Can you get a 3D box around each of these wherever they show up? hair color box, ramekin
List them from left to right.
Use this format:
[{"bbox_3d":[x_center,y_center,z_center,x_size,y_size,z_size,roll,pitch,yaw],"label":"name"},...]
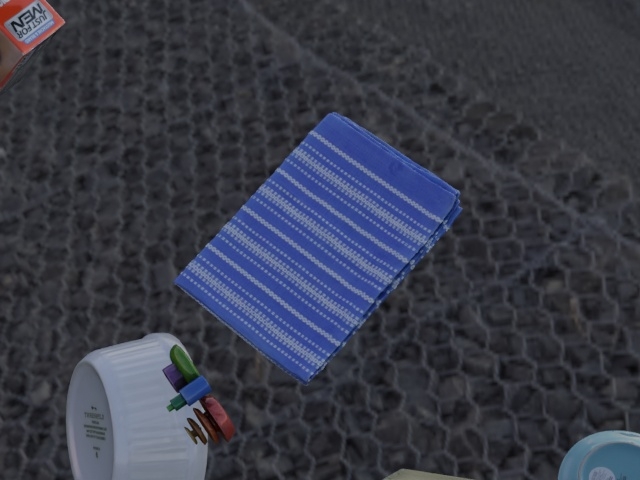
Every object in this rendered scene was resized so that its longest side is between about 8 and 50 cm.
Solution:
[{"bbox_3d":[-0.277,-0.187,0.895,0.093,0.167,0.053,-34,13,48],"label":"hair color box"},{"bbox_3d":[-0.272,0.272,1.753,0.127,0.273,0.273,-2,32,-29],"label":"ramekin"}]

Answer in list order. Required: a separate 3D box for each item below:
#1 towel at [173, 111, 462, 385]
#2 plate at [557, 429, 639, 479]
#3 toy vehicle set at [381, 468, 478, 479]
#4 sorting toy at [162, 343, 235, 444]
[{"bbox_3d":[0.000,0.000,1.636,0.243,0.040,0.336,36,75,20],"label":"towel"},{"bbox_3d":[0.445,0.357,1.805,0.188,0.024,0.188,-4,51,5],"label":"plate"},{"bbox_3d":[0.127,0.316,0.926,0.166,0.267,0.035,3,10,35],"label":"toy vehicle set"},{"bbox_3d":[-0.119,0.144,1.104,0.042,0.061,0.102,-33,75,-13],"label":"sorting toy"}]
